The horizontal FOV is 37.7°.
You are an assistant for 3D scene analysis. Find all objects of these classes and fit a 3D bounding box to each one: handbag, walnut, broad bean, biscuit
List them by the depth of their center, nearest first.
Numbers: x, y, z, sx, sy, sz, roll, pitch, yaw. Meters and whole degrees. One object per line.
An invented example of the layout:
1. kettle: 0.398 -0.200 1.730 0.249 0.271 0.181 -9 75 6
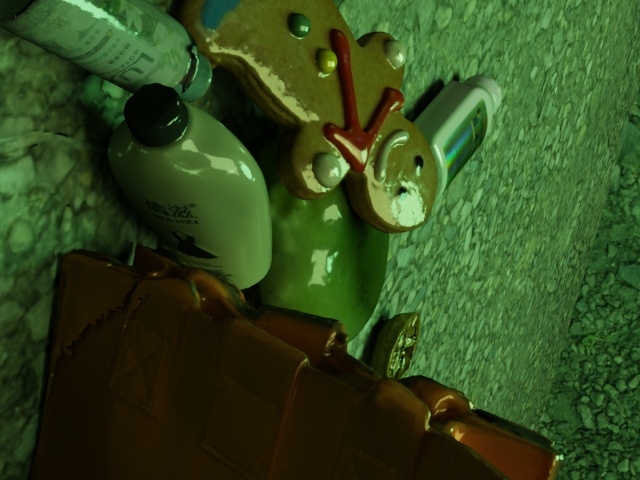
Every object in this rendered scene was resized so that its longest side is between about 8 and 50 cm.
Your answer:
1. handbag: -0.052 0.194 0.709 0.116 0.410 0.304 -5 114 -55
2. biscuit: 0.018 -0.134 0.864 0.324 0.049 0.205 55 53 -27
3. broad bean: -0.001 0.000 0.999 0.291 0.119 0.238 63 36 -58
4. walnut: 0.108 0.160 1.420 0.091 0.052 0.121 29 80 -63

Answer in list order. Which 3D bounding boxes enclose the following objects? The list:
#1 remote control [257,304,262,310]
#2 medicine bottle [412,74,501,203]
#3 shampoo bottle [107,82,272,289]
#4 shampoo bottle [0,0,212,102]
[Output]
1. remote control: -0.083 0.184 1.088 0.077 0.022 0.245 9 99 -62
2. medicine bottle: 0.183 -0.154 1.312 0.219 0.078 0.115 -49 146 -37
3. shampoo bottle: -0.101 -0.040 0.770 0.257 0.127 0.078 73 33 -60
4. shampoo bottle: -0.147 -0.147 0.661 0.214 0.072 0.072 20 90 -65
